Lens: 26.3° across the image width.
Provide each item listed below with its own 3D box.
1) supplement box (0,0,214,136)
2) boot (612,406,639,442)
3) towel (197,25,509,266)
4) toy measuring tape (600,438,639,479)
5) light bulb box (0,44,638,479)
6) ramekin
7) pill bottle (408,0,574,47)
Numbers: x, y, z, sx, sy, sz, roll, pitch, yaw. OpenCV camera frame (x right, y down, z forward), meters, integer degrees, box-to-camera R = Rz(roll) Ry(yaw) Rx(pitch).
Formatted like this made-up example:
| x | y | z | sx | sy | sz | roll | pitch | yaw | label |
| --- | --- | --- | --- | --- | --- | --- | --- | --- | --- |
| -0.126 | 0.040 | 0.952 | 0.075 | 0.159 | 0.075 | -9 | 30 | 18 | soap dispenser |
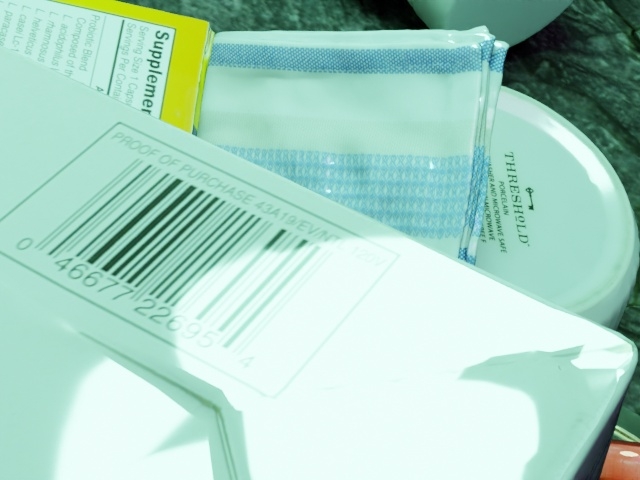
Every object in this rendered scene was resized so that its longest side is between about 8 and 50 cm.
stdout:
| x | y | z | sx | sy | sz | roll | pitch | yaw | label |
| --- | --- | --- | --- | --- | --- | --- | --- | --- | --- |
| -0.264 | -0.041 | 0.842 | 0.356 | 0.195 | 0.194 | 12 | 51 | -9 | supplement box |
| 0.223 | 0.211 | 0.900 | 0.198 | 0.077 | 0.137 | 30 | 54 | 23 | boot |
| 0.000 | 0.000 | 0.867 | 0.209 | 0.034 | 0.285 | 5 | 80 | 23 | towel |
| 0.110 | 0.160 | 0.750 | 0.330 | 0.121 | 0.121 | 7 | 52 | -15 | toy measuring tape |
| -0.097 | 0.157 | 0.593 | 0.358 | 0.361 | 0.225 | 26 | 48 | 21 | light bulb box |
| 0.099 | 0.003 | 0.974 | 0.272 | 0.127 | 0.273 | 9 | 51 | -11 | ramekin |
| 0.077 | -0.342 | 1.184 | 0.204 | 0.204 | 0.361 | -20 | 63 | -30 | pill bottle |
